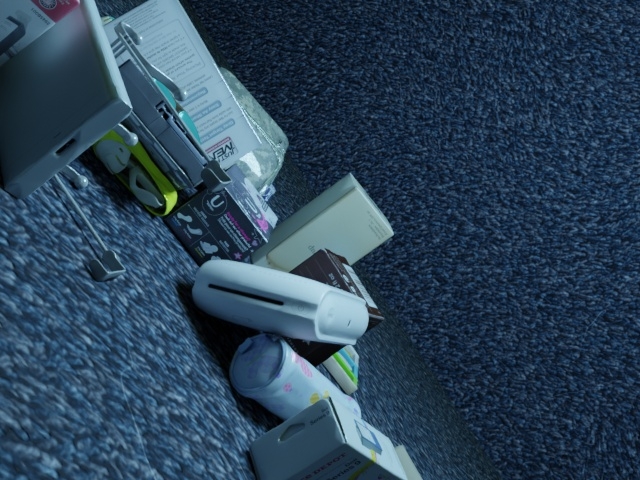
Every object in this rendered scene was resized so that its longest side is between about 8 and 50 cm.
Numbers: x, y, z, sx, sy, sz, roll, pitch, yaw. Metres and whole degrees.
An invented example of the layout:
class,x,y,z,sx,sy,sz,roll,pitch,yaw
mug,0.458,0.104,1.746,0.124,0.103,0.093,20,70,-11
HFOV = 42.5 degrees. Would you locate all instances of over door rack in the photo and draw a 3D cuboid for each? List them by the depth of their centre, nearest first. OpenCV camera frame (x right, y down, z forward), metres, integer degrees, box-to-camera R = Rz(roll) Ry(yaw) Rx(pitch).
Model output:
class,x,y,z,sx,sy,sz,roll,pitch,yaw
over door rack,-0.289,-0.128,1.223,0.324,0.239,0.108,57,15,20

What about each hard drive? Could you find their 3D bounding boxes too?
class,x,y,z,sx,sy,sz,roll,pitch,yaw
hard drive,-0.385,-0.221,1.179,0.040,0.203,0.307,43,14,-48
hard drive,-0.314,-0.199,1.529,0.237,0.064,0.339,51,-13,-13

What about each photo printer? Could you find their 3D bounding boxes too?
class,x,y,z,sx,sy,sz,roll,pitch,yaw
photo printer,-0.071,0.113,1.483,0.256,0.107,0.307,12,-5,20

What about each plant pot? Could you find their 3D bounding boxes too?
class,x,y,z,sx,sy,sz,roll,pitch,yaw
plant pot,0.120,0.462,1.548,0.096,0.109,0.109,16,38,-56

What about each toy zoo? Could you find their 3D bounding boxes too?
class,x,y,z,sx,sy,sz,roll,pitch,yaw
toy zoo,0.027,0.253,2.041,0.192,0.030,0.293,53,9,-7

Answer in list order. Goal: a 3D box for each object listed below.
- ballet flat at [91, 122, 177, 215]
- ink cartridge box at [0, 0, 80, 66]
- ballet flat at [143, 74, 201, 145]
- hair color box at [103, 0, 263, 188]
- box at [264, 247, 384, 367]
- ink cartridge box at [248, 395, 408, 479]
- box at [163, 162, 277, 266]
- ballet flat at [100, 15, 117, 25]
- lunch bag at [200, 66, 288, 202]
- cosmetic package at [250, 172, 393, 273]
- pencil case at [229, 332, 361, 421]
class,x,y,z,sx,sy,sz,roll,pitch,yaw
ballet flat,-0.344,-0.131,1.485,0.231,0.077,0.077,51,26,-30
ink cartridge box,-0.468,-0.336,1.134,0.158,0.218,0.092,44,19,-46
ballet flat,-0.310,-0.250,1.649,0.067,0.073,0.206,8,-40,36
hair color box,-0.302,-0.318,1.748,0.374,0.185,0.113,60,-10,-15
box,-0.006,0.148,1.723,0.168,0.203,0.167,57,10,17
ink cartridge box,0.015,0.345,1.267,0.212,0.154,0.093,46,14,-45
box,-0.192,-0.044,1.682,0.163,0.142,0.247,52,10,-8
ballet flat,-0.503,-0.482,1.890,0.083,0.087,0.247,52,10,-15
lunch bag,-0.237,-0.226,1.969,0.305,0.213,0.256,49,28,-19
cosmetic package,0.000,0.000,1.963,0.160,0.309,0.113,49,10,-24
pencil case,-0.040,0.265,1.420,0.124,0.113,0.273,21,-19,48
